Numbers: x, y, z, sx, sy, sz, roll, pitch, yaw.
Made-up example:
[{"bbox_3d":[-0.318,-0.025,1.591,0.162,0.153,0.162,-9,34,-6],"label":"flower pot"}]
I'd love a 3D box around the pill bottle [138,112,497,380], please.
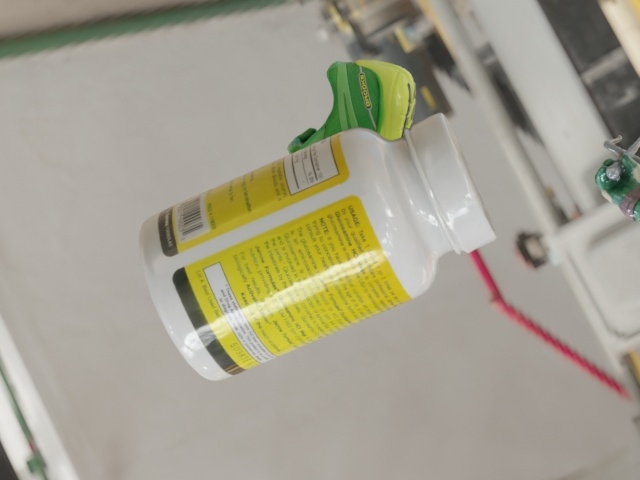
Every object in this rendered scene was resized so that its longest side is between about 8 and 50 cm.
[{"bbox_3d":[0.000,0.000,1.639,0.334,0.188,0.188,-23,172,9],"label":"pill bottle"}]

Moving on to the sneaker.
[{"bbox_3d":[0.019,-0.069,1.805,0.109,0.123,0.295,-46,154,-67],"label":"sneaker"}]

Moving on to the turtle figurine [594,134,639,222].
[{"bbox_3d":[0.278,-0.029,1.055,0.175,0.118,0.234,-30,-161,27],"label":"turtle figurine"}]
